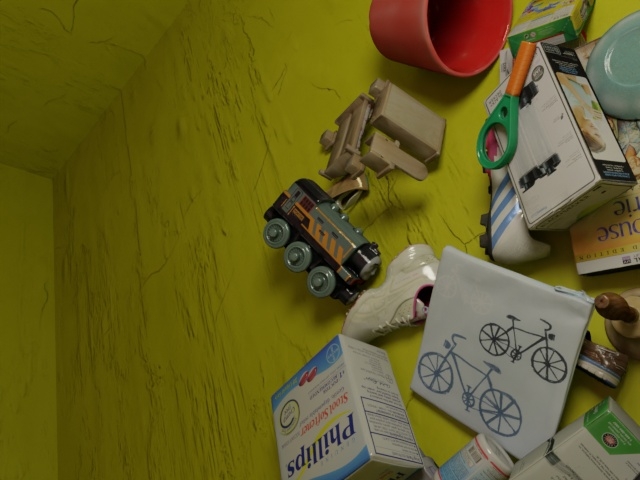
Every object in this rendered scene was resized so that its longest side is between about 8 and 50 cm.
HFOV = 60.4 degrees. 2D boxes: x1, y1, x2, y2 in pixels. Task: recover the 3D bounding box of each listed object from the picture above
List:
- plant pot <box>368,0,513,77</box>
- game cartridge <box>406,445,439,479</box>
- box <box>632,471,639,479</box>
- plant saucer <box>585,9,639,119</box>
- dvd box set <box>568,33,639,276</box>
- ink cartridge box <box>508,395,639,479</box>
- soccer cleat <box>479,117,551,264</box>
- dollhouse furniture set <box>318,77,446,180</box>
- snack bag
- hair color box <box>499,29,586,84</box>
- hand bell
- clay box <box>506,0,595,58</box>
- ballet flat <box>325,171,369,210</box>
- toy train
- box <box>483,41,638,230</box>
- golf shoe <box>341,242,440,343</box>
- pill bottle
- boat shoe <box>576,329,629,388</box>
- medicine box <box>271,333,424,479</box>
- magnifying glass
[{"bbox_3d":[0.257,-0.517,1.267,0.243,0.275,0.275,24,93,54],"label":"plant pot"},{"bbox_3d":[0.208,0.591,1.056,0.230,0.068,0.355,-51,47,13],"label":"game cartridge"},{"bbox_3d":[0.557,0.281,0.694,0.261,0.103,0.184,-52,51,2],"label":"box"},{"bbox_3d":[0.533,-0.301,0.914,0.195,0.037,0.195,-11,74,46],"label":"plant saucer"},{"bbox_3d":[0.559,-0.169,0.935,0.307,0.062,0.420,-17,71,44],"label":"dvd box set"},{"bbox_3d":[0.428,0.375,0.868,0.208,0.087,0.153,-47,72,21],"label":"ink cartridge box"},{"bbox_3d":[0.399,-0.112,1.096,0.143,0.116,0.331,-2,76,26],"label":"soccer cleat"},{"bbox_3d":[0.123,-0.202,1.370,0.355,0.174,0.303,-35,32,53],"label":"dollhouse furniture set"},{"bbox_3d":[0.319,0.204,1.035,0.323,0.037,0.342,24,111,47],"label":"snack bag"},{"bbox_3d":[0.464,-0.373,1.150,0.167,0.053,0.093,-7,71,40],"label":"hair color box"},{"bbox_3d":[0.466,0.111,0.844,0.126,0.242,0.126,-17,65,40],"label":"hand bell"},{"bbox_3d":[0.473,-0.455,1.113,0.127,0.053,0.222,-6,34,42],"label":"clay box"},{"bbox_3d":[0.032,-0.100,1.451,0.232,0.080,0.073,-37,65,30],"label":"ballet flat"},{"bbox_3d":[0.000,0.000,1.363,0.334,0.142,0.190,46,107,22],"label":"toy train"},{"bbox_3d":[0.410,-0.180,0.974,0.169,0.087,0.290,128,138,-54],"label":"box"},{"bbox_3d":[0.163,0.152,1.215,0.306,0.115,0.140,-53,50,18],"label":"golf shoe"},{"bbox_3d":[0.261,0.427,0.985,0.160,0.087,0.087,-46,49,12],"label":"pill bottle"},{"bbox_3d":[0.450,0.185,0.969,0.066,0.066,0.183,-53,45,-4],"label":"boat shoe"},{"bbox_3d":[0.041,0.399,1.167,0.263,0.149,0.289,-47,35,26],"label":"medicine box"},{"bbox_3d":[0.341,-0.241,1.000,0.092,0.026,0.231,-128,43,-56],"label":"magnifying glass"}]
